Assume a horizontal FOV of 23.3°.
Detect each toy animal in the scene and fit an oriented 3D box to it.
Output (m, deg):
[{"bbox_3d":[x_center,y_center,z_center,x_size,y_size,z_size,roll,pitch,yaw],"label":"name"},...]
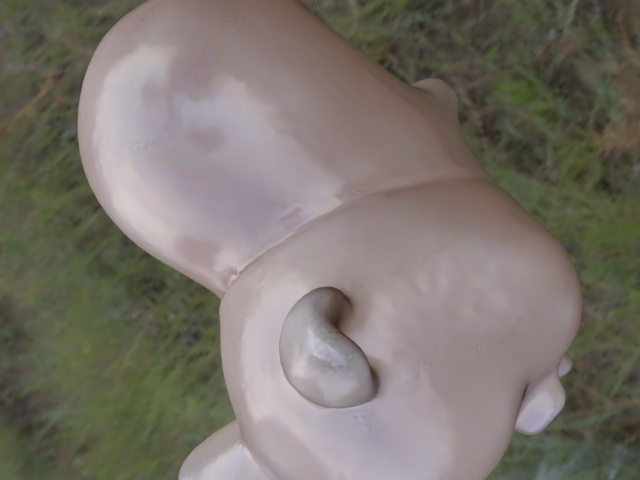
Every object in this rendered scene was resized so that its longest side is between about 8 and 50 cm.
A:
[{"bbox_3d":[0.000,0.000,0.866,0.326,0.269,0.237,33,146,-4],"label":"toy animal"}]
